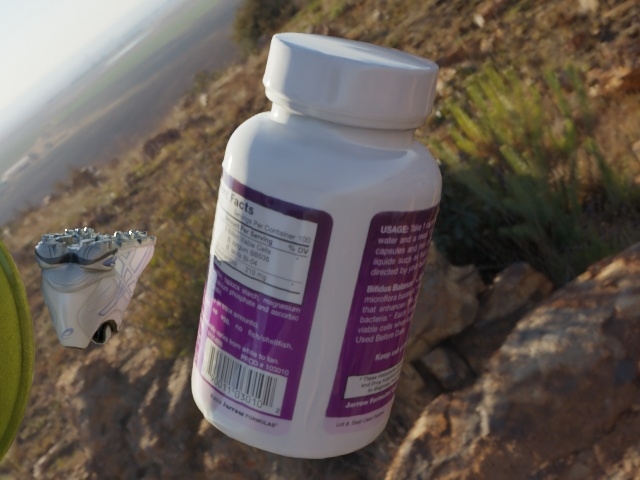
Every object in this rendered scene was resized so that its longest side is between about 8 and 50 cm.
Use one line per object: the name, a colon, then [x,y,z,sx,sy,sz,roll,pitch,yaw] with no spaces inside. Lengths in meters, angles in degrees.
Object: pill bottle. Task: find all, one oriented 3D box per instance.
pill bottle: [0.000,0.000,0.700,0.169,0.169,0.301,-103,23,-70]

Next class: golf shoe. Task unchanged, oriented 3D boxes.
golf shoe: [-0.171,0.034,0.685,0.069,0.086,0.176,1,5,6]

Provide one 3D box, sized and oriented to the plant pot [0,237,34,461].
plant pot: [-0.456,0.108,0.653,0.366,0.366,0.353,-35,1,6]
